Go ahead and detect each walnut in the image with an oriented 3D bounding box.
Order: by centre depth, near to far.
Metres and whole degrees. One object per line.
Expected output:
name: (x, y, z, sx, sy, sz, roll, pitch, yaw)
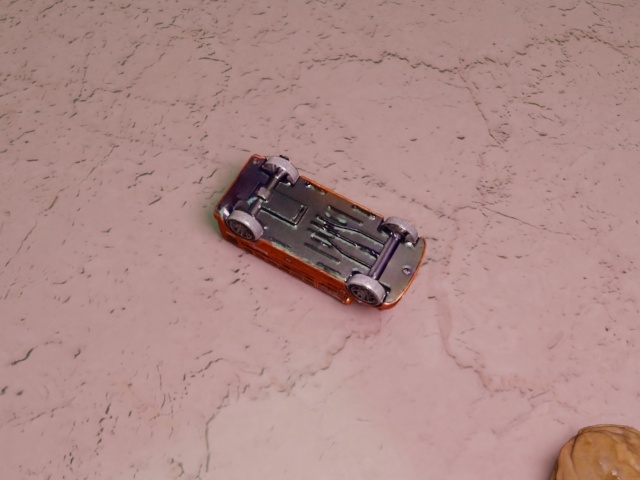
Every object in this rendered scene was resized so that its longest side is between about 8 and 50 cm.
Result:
walnut: (0.425, 0.375, 1.134, 0.198, 0.198, 0.245, -17, 65, -13)

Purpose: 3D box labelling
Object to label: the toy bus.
toy bus: (0.000, 0.000, 1.315, 0.329, 0.153, 0.143, 26, 65, 11)
